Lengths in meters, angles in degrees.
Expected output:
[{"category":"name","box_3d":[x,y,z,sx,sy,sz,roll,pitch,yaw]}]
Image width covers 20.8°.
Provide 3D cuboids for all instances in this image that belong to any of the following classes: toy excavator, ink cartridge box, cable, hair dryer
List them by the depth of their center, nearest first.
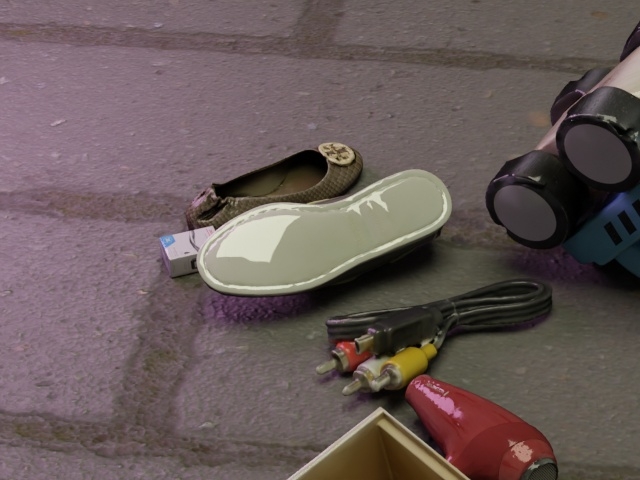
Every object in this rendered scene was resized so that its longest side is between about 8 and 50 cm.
[{"category":"hair dryer","box_3d":[0.118,0.230,1.683,0.223,0.080,0.293,0,36,4]},{"category":"toy excavator","box_3d":[0.474,-0.046,1.887,0.445,0.433,0.222,42,53,-3]},{"category":"cable","box_3d":[0.121,0.101,1.905,0.287,0.072,0.139,-15,19,-36]},{"category":"ink cartridge box","box_3d":[-0.142,0.011,2.039,0.083,0.028,0.048,-13,38,-15]}]

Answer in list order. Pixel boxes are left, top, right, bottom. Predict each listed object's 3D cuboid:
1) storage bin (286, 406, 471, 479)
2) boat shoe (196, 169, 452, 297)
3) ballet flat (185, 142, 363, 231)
[{"category":"storage bin","box_3d":[0.045,0.322,1.485,0.262,0.123,0.260,-35,46,-20]},{"category":"boat shoe","box_3d":[0.002,0.004,1.989,0.305,0.091,0.109,-17,76,-16]},{"category":"ballet flat","box_3d":[-0.054,-0.070,2.119,0.249,0.058,0.084,-22,41,-24]}]
